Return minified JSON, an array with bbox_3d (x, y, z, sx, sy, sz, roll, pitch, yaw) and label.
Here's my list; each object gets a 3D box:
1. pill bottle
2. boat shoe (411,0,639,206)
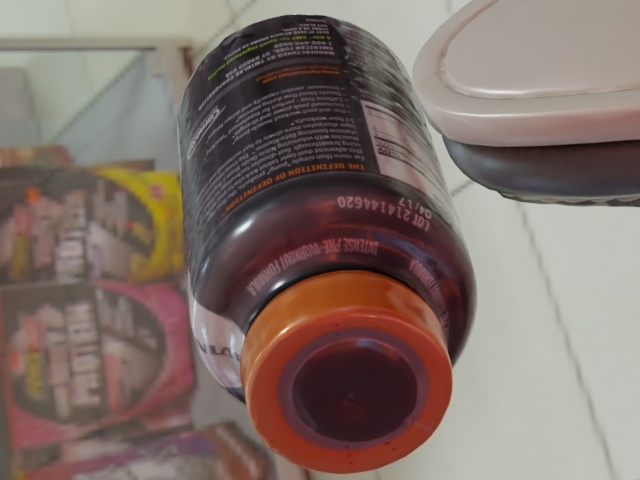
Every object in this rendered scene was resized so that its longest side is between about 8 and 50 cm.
[{"bbox_3d":[0.000,0.000,0.798,0.246,0.130,0.130,-100,26,-58],"label":"pill bottle"},{"bbox_3d":[0.186,-0.039,0.446,0.116,0.319,0.099,-96,-4,-56],"label":"boat shoe"}]
